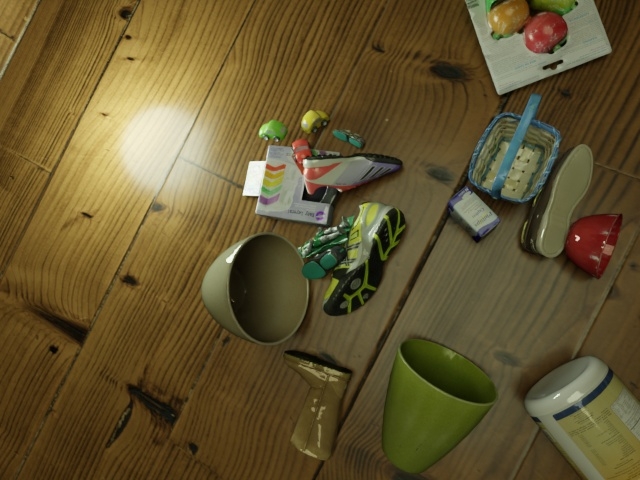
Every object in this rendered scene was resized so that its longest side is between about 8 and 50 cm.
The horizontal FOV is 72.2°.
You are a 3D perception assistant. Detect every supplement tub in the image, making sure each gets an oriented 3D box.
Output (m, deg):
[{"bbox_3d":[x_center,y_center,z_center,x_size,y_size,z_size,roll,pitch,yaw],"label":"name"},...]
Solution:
[{"bbox_3d":[0.694,0.473,1.073,0.228,0.228,0.316,-39,75,7],"label":"supplement tub"}]

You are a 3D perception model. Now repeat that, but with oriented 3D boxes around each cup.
[{"bbox_3d":[-0.229,0.151,1.355,0.237,0.331,0.331,-8,80,40],"label":"cup"}]

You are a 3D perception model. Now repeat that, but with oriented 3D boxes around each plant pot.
[{"bbox_3d":[0.282,0.468,1.190,0.275,0.275,0.293,26,105,17],"label":"plant pot"}]

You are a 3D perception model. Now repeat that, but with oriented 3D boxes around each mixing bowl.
[{"bbox_3d":[0.722,0.003,1.174,0.098,0.181,0.181,22,89,40],"label":"mixing bowl"}]

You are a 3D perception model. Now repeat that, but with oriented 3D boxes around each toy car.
[{"bbox_3d":[-0.104,-0.360,1.452,0.225,0.053,0.239,11,60,17],"label":"toy car"}]

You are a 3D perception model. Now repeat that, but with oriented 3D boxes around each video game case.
[{"bbox_3d":[-0.226,-0.213,1.515,0.087,0.011,0.122,7,84,41],"label":"video game case"}]

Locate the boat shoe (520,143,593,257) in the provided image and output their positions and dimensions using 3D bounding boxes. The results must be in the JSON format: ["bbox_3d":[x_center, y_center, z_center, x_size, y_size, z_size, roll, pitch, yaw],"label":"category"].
[{"bbox_3d":[0.655,-0.113,1.226,0.117,0.097,0.324,19,90,-19],"label":"boat shoe"}]

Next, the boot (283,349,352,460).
[{"bbox_3d":[-0.042,0.500,1.347,0.236,0.089,0.269,17,89,17],"label":"boot"}]

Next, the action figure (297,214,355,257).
[{"bbox_3d":[0.000,0.000,1.375,0.063,0.137,0.232,47,134,-12],"label":"action figure"}]

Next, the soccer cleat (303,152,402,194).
[{"bbox_3d":[0.102,-0.210,1.365,0.318,0.108,0.116,-5,106,-15],"label":"soccer cleat"}]

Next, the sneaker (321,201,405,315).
[{"bbox_3d":[0.115,0.058,1.358,0.147,0.145,0.384,34,94,45],"label":"sneaker"}]

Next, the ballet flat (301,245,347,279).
[{"bbox_3d":[0.016,0.065,1.322,0.203,0.074,0.074,-35,69,54],"label":"ballet flat"}]

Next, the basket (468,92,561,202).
[{"bbox_3d":[0.518,-0.222,1.183,0.201,0.289,0.254,26,89,17],"label":"basket"}]

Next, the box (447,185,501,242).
[{"bbox_3d":[0.439,-0.072,1.270,0.072,0.126,0.137,-41,74,5],"label":"box"}]

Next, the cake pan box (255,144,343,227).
[{"bbox_3d":[-0.064,-0.181,1.457,0.267,0.070,0.245,11,88,16],"label":"cake pan box"}]

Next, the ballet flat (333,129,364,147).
[{"bbox_3d":[0.098,-0.344,1.452,0.114,0.041,0.041,30,91,17],"label":"ballet flat"}]

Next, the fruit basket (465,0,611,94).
[{"bbox_3d":[0.633,-0.655,1.305,0.327,0.165,0.353,-20,93,13],"label":"fruit basket"}]
